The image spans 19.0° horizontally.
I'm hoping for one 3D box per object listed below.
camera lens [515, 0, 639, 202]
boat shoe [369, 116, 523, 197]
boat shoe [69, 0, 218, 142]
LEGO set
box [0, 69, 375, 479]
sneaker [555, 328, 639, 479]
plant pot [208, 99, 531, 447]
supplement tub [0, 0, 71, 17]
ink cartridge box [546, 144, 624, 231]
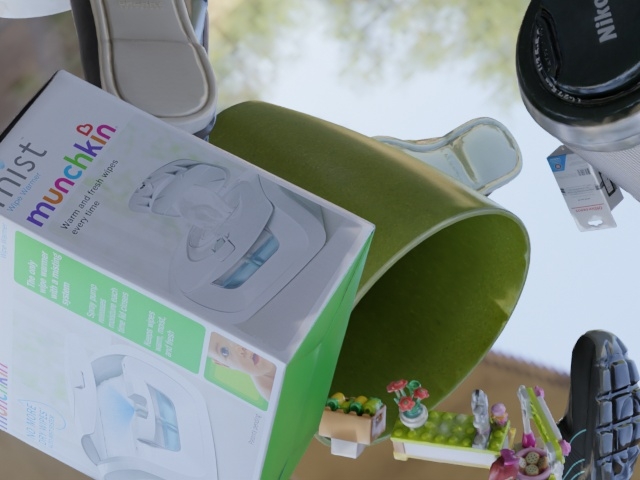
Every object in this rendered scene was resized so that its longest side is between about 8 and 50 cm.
[{"bbox_3d":[0.324,-0.143,1.717,0.219,0.274,0.219,-21,-125,33],"label":"camera lens"},{"bbox_3d":[0.096,-0.063,2.264,0.340,0.127,0.113,-26,174,-45],"label":"boat shoe"},{"bbox_3d":[-0.135,-0.156,1.407,0.335,0.112,0.095,-99,-161,-46],"label":"boat shoe"},{"bbox_3d":[0.117,0.160,1.499,0.132,0.107,0.287,-32,-134,-21],"label":"LEGO set"},{"bbox_3d":[-0.108,0.051,1.248,0.127,0.231,0.262,-58,170,-34],"label":"box"},{"bbox_3d":[0.220,0.209,1.671,0.106,0.267,0.101,4,-175,33],"label":"sneaker"},{"bbox_3d":[0.000,0.000,1.817,0.275,0.293,0.274,-32,146,-25],"label":"plant pot"},{"bbox_3d":[-0.303,-0.405,1.913,0.228,0.316,0.228,-11,-148,7],"label":"supplement tub"},{"bbox_3d":[0.256,-0.052,1.827,0.048,0.083,0.028,-8,-155,45],"label":"ink cartridge box"}]
